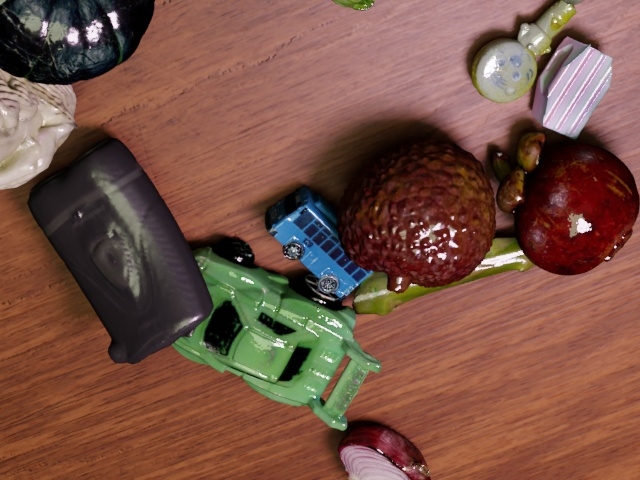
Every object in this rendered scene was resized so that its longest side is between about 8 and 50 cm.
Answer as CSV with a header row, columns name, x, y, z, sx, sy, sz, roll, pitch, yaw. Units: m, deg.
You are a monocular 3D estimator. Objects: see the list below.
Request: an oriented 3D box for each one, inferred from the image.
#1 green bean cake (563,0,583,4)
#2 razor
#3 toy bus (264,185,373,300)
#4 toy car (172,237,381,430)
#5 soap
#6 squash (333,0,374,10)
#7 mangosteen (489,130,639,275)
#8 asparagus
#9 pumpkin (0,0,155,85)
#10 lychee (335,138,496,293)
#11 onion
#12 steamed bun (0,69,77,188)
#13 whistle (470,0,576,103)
name,x,y,z,sx,sy,sz,roll,pitch,yaw
green bean cake,0.334,-0.462,1.806,0.183,0.094,0.185,12,114,-7
razor,-0.320,0.019,1.961,0.204,0.113,0.349,-29,93,17
toy bus,0.000,0.000,2.021,0.106,0.090,0.184,-40,112,16
toy car,-0.089,0.158,2.046,0.358,0.176,0.213,26,111,-13
soap,0.396,-0.245,1.922,0.100,0.056,0.149,17,115,-30
squash,0.001,-0.428,1.825,0.077,0.068,0.219,-42,111,11
mangosteen,0.381,-0.071,1.949,0.257,0.215,0.215,40,111,12
asparagus,0.214,0.050,2.056,0.343,0.085,0.082,-18,108,2
pumpkin,-0.379,-0.375,1.739,0.315,0.238,0.315,1,89,-28
lychee,0.156,-0.039,1.923,0.260,0.260,0.261,-1,116,-1
onion,0.134,0.400,2.208,0.151,0.098,0.206,-21,118,33
steamed bun,-0.524,-0.195,1.806,0.206,0.275,0.320,-39,150,18
whistle,0.319,-0.303,1.910,0.104,0.057,0.198,36,103,-28
